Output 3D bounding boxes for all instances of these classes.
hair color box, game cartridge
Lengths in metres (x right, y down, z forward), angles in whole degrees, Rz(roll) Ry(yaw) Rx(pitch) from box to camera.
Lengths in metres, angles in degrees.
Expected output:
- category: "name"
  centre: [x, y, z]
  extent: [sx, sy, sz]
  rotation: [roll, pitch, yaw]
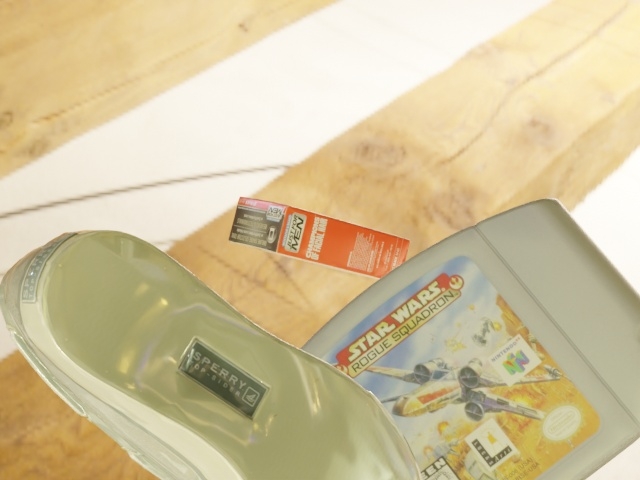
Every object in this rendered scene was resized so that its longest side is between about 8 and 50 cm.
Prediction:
- category: "hair color box"
  centre: [0.000, 0.000, 1.269]
  extent: [0.167, 0.053, 0.093]
  rotation: [14, 179, -37]
- category: "game cartridge"
  centre: [0.094, 0.112, 0.852]
  extent: [0.297, 0.062, 0.198]
  rotation: [-38, -105, 0]

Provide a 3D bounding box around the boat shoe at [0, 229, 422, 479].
- category: "boat shoe"
  centre: [-0.045, 0.074, 0.534]
  extent: [0.227, 0.081, 0.079]
  rotation: [43, -113, -25]
